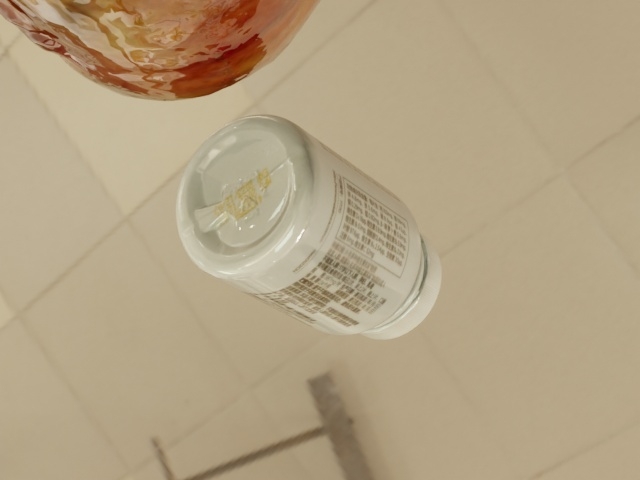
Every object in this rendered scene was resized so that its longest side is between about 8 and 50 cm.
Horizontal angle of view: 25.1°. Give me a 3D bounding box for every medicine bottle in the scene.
[{"bbox_3d":[0.000,0.000,0.692,0.079,0.140,0.079,-13,65,29],"label":"medicine bottle"}]

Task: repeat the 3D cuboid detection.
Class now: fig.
[{"bbox_3d":[-0.065,-0.158,0.572,0.205,0.205,0.205,12,114,28],"label":"fig"}]
